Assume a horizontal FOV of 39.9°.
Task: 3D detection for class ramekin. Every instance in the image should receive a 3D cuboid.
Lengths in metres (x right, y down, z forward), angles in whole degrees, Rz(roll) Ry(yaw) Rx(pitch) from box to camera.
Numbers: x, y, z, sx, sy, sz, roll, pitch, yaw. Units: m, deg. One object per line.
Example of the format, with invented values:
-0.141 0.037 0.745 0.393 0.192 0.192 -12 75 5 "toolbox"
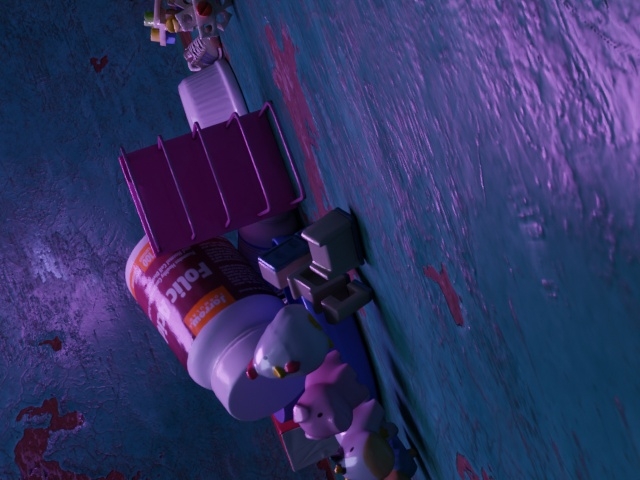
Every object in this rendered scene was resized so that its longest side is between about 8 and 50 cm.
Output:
-0.243 -0.284 2.088 0.273 0.127 0.273 160 90 -83 "ramekin"

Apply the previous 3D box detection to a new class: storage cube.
-0.035 0.440 2.269 0.215 0.184 0.193 78 169 -45 "storage cube"

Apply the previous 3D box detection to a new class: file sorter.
-0.196 -0.113 1.599 0.182 0.291 0.202 166 84 -79 "file sorter"

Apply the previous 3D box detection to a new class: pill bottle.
-0.109 -0.001 1.820 0.124 0.124 0.221 -118 26 -46 "pill bottle"
-0.195 0.146 1.696 0.392 0.224 0.224 45 158 37 "pill bottle"

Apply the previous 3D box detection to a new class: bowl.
0.009 0.166 1.659 0.391 0.077 0.391 160 90 -82 "bowl"

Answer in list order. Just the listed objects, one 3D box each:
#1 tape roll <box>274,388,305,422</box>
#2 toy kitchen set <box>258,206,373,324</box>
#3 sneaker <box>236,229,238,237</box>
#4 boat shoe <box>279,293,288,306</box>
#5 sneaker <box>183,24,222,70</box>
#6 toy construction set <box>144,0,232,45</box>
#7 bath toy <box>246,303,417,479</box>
-0.074 0.276 1.830 0.189 0.080 0.189 162 90 -73 "tape roll"
0.000 0.000 1.284 0.207 0.122 0.166 30 144 46 "toy kitchen set"
-0.136 -0.069 2.048 0.319 0.112 0.131 173 92 -77 "sneaker"
-0.083 0.110 2.055 0.119 0.121 0.335 49 178 34 "boat shoe"
-0.281 -0.447 2.090 0.192 0.086 0.064 123 126 -80 "sneaker"
-0.270 -0.479 1.690 0.328 0.151 0.215 -147 61 -65 "toy construction set"
0.016 0.250 1.300 0.348 0.129 0.151 55 175 -25 "bath toy"
